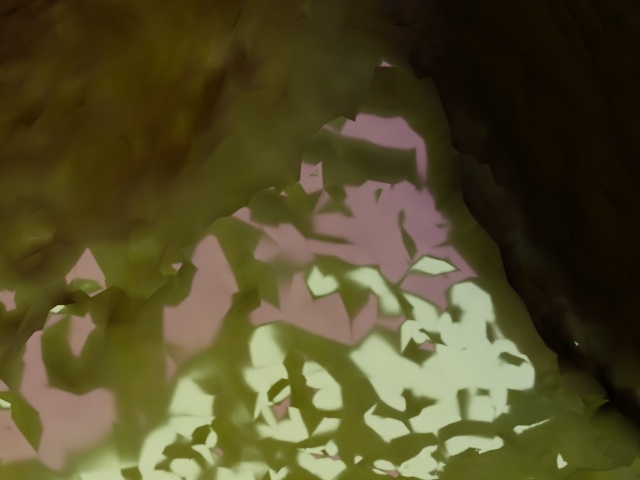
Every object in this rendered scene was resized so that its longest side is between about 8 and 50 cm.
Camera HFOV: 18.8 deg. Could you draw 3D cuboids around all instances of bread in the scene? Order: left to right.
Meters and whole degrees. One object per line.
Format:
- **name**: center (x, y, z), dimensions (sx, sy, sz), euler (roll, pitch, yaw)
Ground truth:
- **bread**: center (0.000, 0.000, 0.737), dimensions (0.307, 0.348, 0.348), euler (-34, 88, 34)
